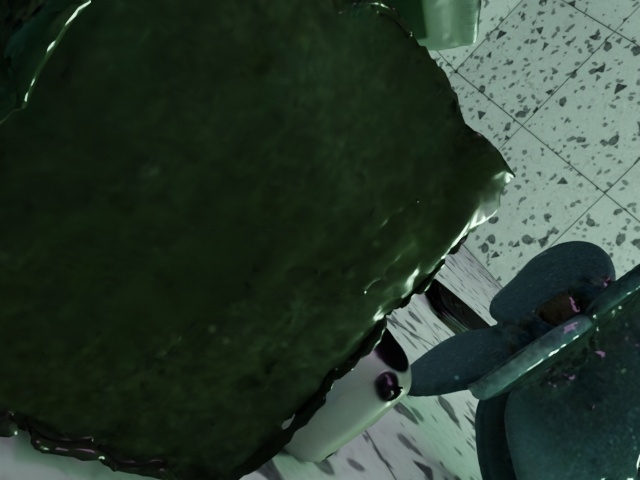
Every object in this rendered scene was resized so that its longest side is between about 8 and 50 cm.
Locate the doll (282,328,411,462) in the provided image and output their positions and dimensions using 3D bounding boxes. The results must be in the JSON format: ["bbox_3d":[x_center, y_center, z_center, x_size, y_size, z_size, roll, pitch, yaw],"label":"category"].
[{"bbox_3d":[-0.019,0.071,0.585,0.180,0.107,0.110,41,46,23],"label":"doll"}]

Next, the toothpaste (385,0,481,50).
[{"bbox_3d":[-0.109,-0.133,0.456,0.099,0.392,0.061,70,23,-52],"label":"toothpaste"}]

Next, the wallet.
[{"bbox_3d":[0.328,0.198,1.533,0.318,0.045,0.172,41,10,-9],"label":"wallet"}]

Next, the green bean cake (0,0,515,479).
[{"bbox_3d":[-0.068,-0.022,0.383,0.241,0.255,0.132,31,14,-35],"label":"green bean cake"}]

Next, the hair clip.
[{"bbox_3d":[0.282,0.147,0.808,0.238,0.318,0.392,58,-17,1],"label":"hair clip"}]
